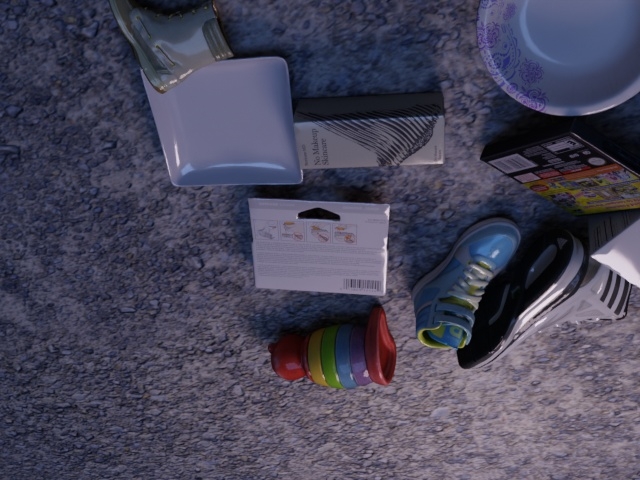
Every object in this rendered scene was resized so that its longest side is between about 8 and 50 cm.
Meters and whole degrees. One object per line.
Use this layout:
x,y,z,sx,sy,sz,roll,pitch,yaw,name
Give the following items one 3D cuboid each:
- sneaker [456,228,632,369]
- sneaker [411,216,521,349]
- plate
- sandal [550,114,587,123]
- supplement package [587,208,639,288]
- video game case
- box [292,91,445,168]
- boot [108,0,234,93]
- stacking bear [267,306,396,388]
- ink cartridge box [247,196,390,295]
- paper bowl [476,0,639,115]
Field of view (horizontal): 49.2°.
0.498,0.173,1.520,0.258,0.169,0.447,17,137,-16,sneaker
0.311,0.111,1.466,0.127,0.208,0.319,27,127,-13,sneaker
-0.182,-0.230,1.354,0.278,0.045,0.277,0,130,9,plate
0.459,-0.266,1.235,0.072,0.049,0.180,11,130,-2,sandal
0.654,-0.026,1.325,0.194,0.149,0.203,31,132,-11,supplement package
0.459,-0.122,1.255,0.248,0.035,0.275,28,169,-15,video game case
0.093,-0.204,1.306,0.275,0.094,0.113,-3,129,9,box
-0.260,-0.385,1.213,0.165,0.077,0.213,-24,102,10,boot
0.019,0.276,1.684,0.289,0.164,0.175,-6,128,19,stacking bear
0.000,0.000,1.507,0.297,0.066,0.261,3,130,4,ink cartridge box
0.397,-0.349,1.080,0.284,0.148,0.284,17,130,21,paper bowl
